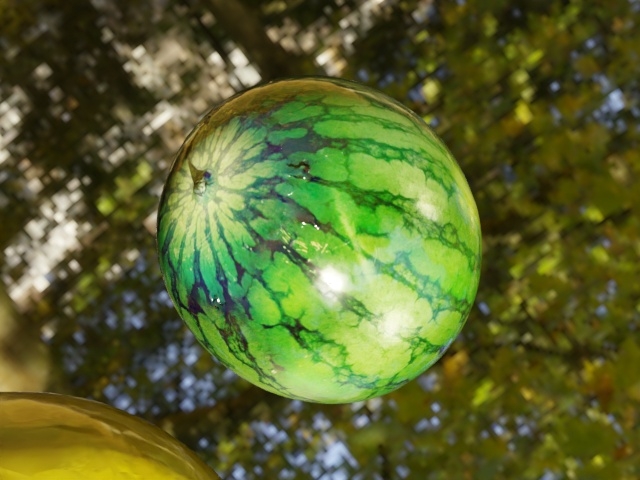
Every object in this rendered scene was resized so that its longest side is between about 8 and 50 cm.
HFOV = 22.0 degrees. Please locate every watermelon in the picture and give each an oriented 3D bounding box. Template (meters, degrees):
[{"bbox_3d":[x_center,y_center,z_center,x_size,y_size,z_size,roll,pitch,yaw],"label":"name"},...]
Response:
[{"bbox_3d":[0.000,0.000,1.709,0.363,0.363,0.363,-32,-158,15],"label":"watermelon"}]

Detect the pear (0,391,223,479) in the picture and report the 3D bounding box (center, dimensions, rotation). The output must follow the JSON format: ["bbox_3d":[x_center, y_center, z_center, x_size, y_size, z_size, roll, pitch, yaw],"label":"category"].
[{"bbox_3d":[-0.139,0.219,0.838,0.285,0.336,0.285,-6,-109,18],"label":"pear"}]
